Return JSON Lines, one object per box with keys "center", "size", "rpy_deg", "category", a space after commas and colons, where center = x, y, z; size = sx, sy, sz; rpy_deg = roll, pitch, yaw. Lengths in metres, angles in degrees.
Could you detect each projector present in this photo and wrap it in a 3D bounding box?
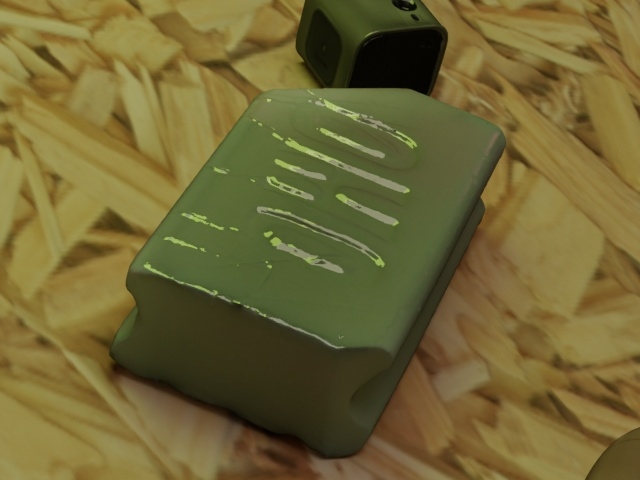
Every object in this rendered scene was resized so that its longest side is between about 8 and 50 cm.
{"center": [0.038, -0.151, 1.511], "size": [0.083, 0.083, 0.082], "rpy_deg": [-9, 45, -27], "category": "projector"}

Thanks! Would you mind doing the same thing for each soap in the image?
{"center": [0.000, 0.000, 1.303], "size": [0.172, 0.095, 0.289], "rpy_deg": [23, 39, 8], "category": "soap"}

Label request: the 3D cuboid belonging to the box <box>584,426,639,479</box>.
{"center": [0.246, 0.186, 1.163], "size": [0.200, 0.088, 0.146], "rpy_deg": [25, 38, 11], "category": "box"}
